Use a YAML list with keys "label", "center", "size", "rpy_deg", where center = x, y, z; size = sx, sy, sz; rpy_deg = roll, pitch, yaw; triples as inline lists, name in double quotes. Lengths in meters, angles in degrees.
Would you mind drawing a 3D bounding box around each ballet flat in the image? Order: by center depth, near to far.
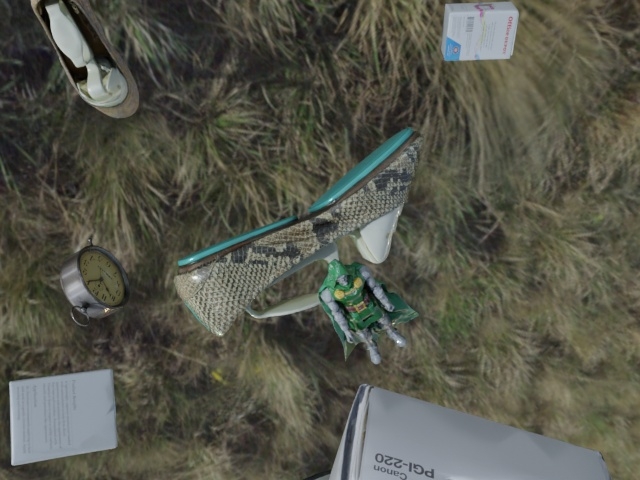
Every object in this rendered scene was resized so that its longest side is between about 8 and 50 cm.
- label: "ballet flat"
  center: [0.000, 0.000, 0.994]
  size: [0.482, 0.164, 0.182]
  rpy_deg: [-32, 97, -13]
- label: "ballet flat"
  center: [-0.402, -0.308, 1.023]
  size: [0.107, 0.106, 0.316]
  rpy_deg: [-21, 142, 0]

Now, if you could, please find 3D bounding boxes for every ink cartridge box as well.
- label: "ink cartridge box"
  center: [0.069, 0.216, 0.378]
  size: [0.158, 0.092, 0.218]
  rpy_deg: [15, 120, 3]
- label: "ink cartridge box"
  center: [0.286, -0.377, 1.079]
  size: [0.122, 0.052, 0.089]
  rpy_deg: [-1, 130, 1]

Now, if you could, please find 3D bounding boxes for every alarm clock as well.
- label: "alarm clock"
  center: [-0.415, 0.088, 1.082]
  size: [0.064, 0.192, 0.129]
  rpy_deg: [-29, 119, 13]

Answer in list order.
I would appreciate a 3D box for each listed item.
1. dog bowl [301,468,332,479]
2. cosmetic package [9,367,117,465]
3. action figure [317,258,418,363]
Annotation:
- label: "dog bowl"
  center: [0.052, 0.549, 0.845]
  size: [0.407, 0.150, 0.408]
  rpy_deg: [1, 89, -33]
- label: "cosmetic package"
  center: [-0.502, 0.345, 1.167]
  size: [0.183, 0.151, 0.151]
  rpy_deg: [-1, 162, -26]
- label: "action figure"
  center: [0.058, 0.097, 0.849]
  size: [0.137, 0.063, 0.232]
  rpy_deg: [-36, 137, -1]
